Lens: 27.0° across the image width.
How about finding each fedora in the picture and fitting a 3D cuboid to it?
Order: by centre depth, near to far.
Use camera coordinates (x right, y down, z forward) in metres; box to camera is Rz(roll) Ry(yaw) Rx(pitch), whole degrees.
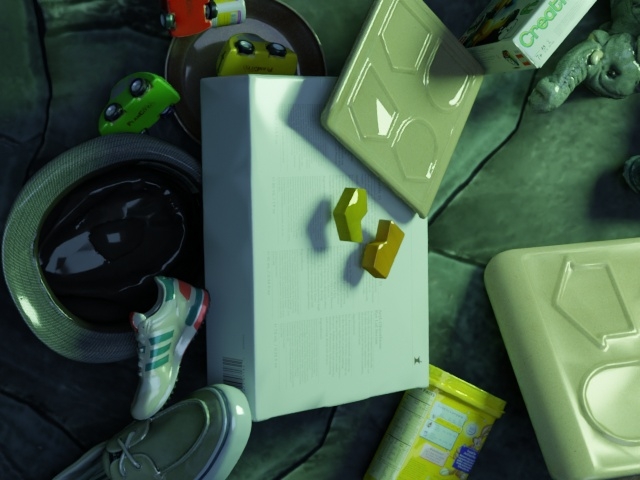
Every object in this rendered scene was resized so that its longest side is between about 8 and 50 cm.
[{"bbox_3d":[-0.238,0.005,1.513,0.275,0.124,0.243,-36,105,-20],"label":"fedora"}]

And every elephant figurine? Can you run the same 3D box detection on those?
[{"bbox_3d":[0.395,-0.247,1.683,0.186,0.169,0.239,19,94,19],"label":"elephant figurine"}]

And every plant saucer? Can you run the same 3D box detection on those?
[{"bbox_3d":[-0.091,-0.195,1.591,0.199,0.036,0.198,-1,94,-17],"label":"plant saucer"}]

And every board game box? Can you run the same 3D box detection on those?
[{"bbox_3d":[0.300,-0.330,1.616,0.053,0.193,0.305,42,81,-15],"label":"board game box"}]

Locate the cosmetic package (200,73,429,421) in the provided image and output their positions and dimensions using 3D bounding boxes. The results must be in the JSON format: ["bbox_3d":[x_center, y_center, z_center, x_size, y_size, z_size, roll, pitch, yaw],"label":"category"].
[{"bbox_3d":[0.000,0.000,1.543,0.284,0.097,0.377,-4,95,-42],"label":"cosmetic package"}]

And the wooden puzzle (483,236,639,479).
[{"bbox_3d":[0.407,0.146,1.677,0.348,0.080,0.322,-8,58,-12],"label":"wooden puzzle"}]

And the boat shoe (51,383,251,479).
[{"bbox_3d":[-0.196,0.252,1.472,0.094,0.302,0.109,16,46,-41],"label":"boat shoe"}]

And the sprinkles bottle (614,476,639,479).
[{"bbox_3d":[0.479,0.359,1.752,0.121,0.121,0.355,-45,104,-9],"label":"sprinkles bottle"}]

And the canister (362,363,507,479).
[{"bbox_3d":[0.141,0.251,1.670,0.126,0.073,0.169,27,87,-17],"label":"canister"}]

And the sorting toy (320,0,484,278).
[{"bbox_3d":[0.077,-0.127,1.525,0.229,0.041,0.307,42,64,-42],"label":"sorting toy"}]

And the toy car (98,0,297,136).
[{"bbox_3d":[-0.166,-0.196,1.498,0.225,0.053,0.239,-41,138,8],"label":"toy car"}]

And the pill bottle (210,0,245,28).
[{"bbox_3d":[-0.131,-0.265,1.532,0.083,0.043,0.043,-11,97,-15],"label":"pill bottle"}]

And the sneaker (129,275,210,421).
[{"bbox_3d":[-0.184,0.113,1.449,0.075,0.057,0.161,28,82,-22],"label":"sneaker"}]

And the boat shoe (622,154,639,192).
[{"bbox_3d":[0.477,-0.072,1.758,0.183,0.083,0.065,22,87,-44],"label":"boat shoe"}]
